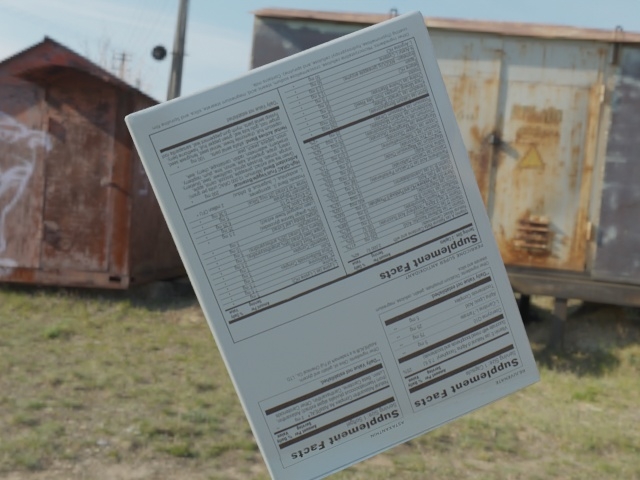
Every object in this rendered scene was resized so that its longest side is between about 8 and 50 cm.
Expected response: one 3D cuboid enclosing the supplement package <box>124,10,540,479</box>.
[{"bbox_3d":[0.000,0.000,0.567,0.198,0.263,0.199,-22,11,-7],"label":"supplement package"}]
